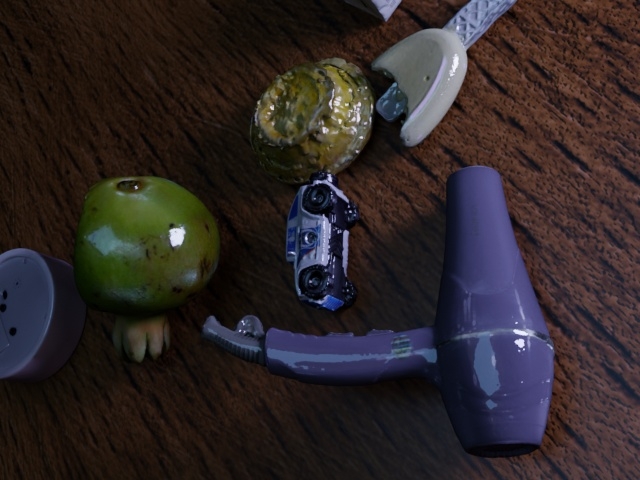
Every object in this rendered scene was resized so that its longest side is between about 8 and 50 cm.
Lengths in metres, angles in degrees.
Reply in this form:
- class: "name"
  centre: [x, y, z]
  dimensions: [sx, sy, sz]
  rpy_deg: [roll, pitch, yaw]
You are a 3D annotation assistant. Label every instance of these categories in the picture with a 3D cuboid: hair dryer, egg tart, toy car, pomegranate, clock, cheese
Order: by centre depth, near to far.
- class: "hair dryer"
  centre: [0.051, 0.072, 0.776]
  dimensions: [0.361, 0.121, 0.301]
  rpy_deg: [-4, 63, 6]
- class: "toy car"
  centre: [0.000, 0.000, 0.896]
  dimensions: [0.070, 0.080, 0.170]
  rpy_deg: [-7, 71, 28]
- class: "cheese"
  centre: [0.154, -0.231, 0.900]
  dimensions: [0.235, 0.050, 0.127]
  rpy_deg: [-45, 57, 11]
- class: "pomegranate"
  centre: [-0.215, 0.036, 0.951]
  dimensions: [0.159, 0.190, 0.240]
  rpy_deg: [6, 75, 5]
- class: "egg tart"
  centre: [-0.021, -0.162, 0.967]
  dimensions: [0.191, 0.074, 0.191]
  rpy_deg: [-9, 72, 29]
- class: "clock"
  centre: [-0.450, 0.114, 1.123]
  dimensions: [0.197, 0.068, 0.196]
  rpy_deg: [-10, 70, 27]

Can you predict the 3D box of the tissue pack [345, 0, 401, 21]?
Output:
- class: "tissue pack"
  centre: [0.077, -0.384, 0.959]
  dimensions: [0.099, 0.106, 0.148]
  rpy_deg: [38, 95, 32]
